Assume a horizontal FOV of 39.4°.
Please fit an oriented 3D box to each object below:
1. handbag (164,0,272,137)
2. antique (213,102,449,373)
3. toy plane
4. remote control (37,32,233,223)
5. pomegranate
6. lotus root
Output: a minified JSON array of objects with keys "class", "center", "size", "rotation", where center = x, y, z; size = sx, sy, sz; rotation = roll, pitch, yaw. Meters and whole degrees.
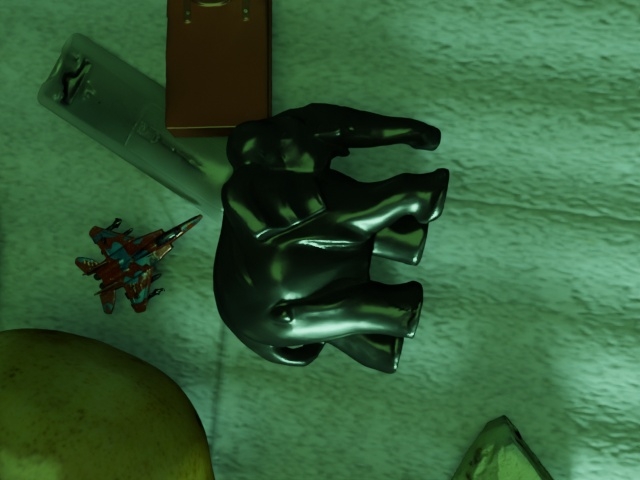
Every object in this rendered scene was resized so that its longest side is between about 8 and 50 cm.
[{"class":"handbag","center":[-0.124,-0.225,1.101],"size":[0.127,0.063,0.190],"rotation":[-2,84,4]},{"class":"antique","center":[0.000,0.000,1.039],"size":[0.255,0.185,0.322],"rotation":[14,102,1]},{"class":"toy plane","center":[-0.227,0.016,1.161],"size":[0.189,0.061,0.130],"rotation":[-31,88,8]},{"class":"remote control","center":[-0.225,-0.145,1.147],"size":[0.313,0.055,0.109],"rotation":[33,101,7]},{"class":"pomegranate","center":[-0.328,0.308,1.045],"size":[0.417,0.417,0.416],"rotation":[1,95,11]},{"class":"lotus root","center":[0.220,0.315,1.092],"size":[0.143,0.070,0.144],"rotation":[45,102,5]}]
